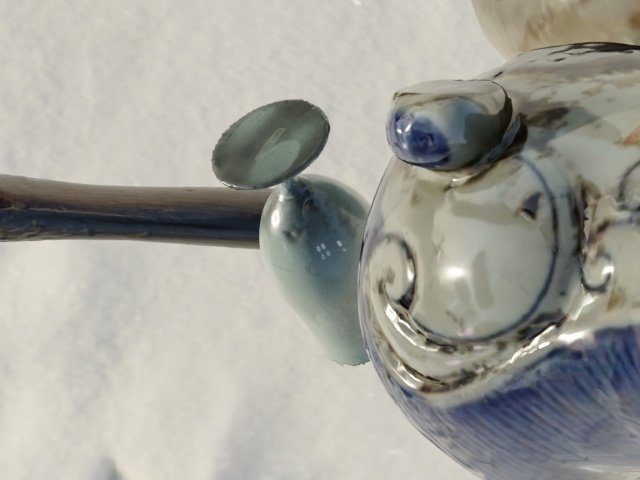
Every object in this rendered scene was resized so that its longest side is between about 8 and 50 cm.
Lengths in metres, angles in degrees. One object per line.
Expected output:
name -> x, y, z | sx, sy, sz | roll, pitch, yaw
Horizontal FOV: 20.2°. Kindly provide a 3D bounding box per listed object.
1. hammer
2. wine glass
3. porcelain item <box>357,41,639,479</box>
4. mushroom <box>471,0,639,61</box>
hammer -> -0.188, -0.030, 1.519 | 0.242, 0.409, 0.095 | -116, 31, -54
wine glass -> 0.000, 0.000, 1.296 | 0.093, 0.202, 0.093 | -16, 42, 15
porcelain item -> 0.124, 0.038, 0.488 | 0.288, 0.138, 0.186 | 13, 113, 57
mushroom -> 0.214, -0.288, 1.312 | 0.362, 0.295, 0.362 | -44, 38, 48
